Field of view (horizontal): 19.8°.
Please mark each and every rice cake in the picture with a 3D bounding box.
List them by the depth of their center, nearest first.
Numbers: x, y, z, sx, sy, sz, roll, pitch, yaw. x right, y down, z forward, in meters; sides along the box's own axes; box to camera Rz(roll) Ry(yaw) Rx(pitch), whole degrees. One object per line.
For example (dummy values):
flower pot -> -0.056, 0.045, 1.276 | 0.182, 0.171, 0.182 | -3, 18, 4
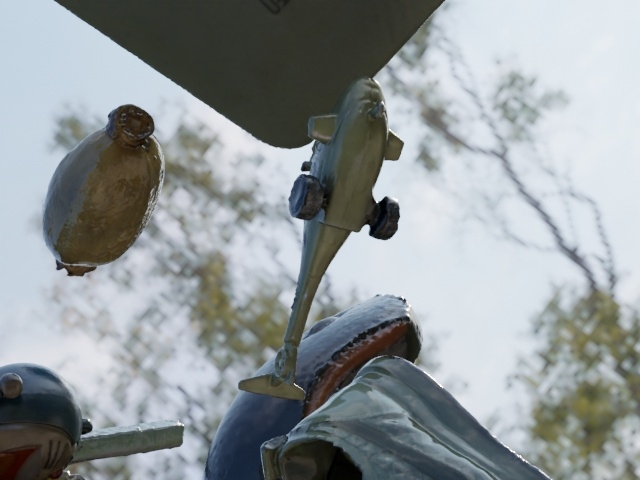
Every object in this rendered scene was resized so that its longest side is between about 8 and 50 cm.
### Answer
rice cake -> -0.230, 0.228, 2.066 | 0.207, 0.033, 0.033 | -2, -84, -51

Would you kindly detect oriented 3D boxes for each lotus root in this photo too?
lotus root -> -0.137, -0.024, 1.148 | 0.073, 0.062, 0.150 | -41, -14, -44

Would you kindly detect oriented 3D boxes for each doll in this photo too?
doll -> -0.230, 0.127, 1.282 | 0.152, 0.085, 0.114 | 8, -36, -30

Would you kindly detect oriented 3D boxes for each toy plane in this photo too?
toy plane -> 0.000, 0.000, 1.547 | 0.092, 0.108, 0.286 | 13, -86, -22

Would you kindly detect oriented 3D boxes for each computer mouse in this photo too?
computer mouse -> -0.016, 0.170, 1.856 | 0.183, 0.116, 0.323 | -20, 29, 56

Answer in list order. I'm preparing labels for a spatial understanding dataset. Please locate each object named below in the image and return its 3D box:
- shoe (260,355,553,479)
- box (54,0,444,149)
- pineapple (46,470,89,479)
shoe -> 0.071, 0.171, 1.010 | 0.098, 0.275, 0.103 | -24, -51, -24
box -> -0.062, -0.294, 1.684 | 0.367, 0.373, 0.090 | -44, 19, 37
pineapple -> -0.210, 0.219, 1.273 | 0.221, 0.221, 0.047 | -21, -46, -45
